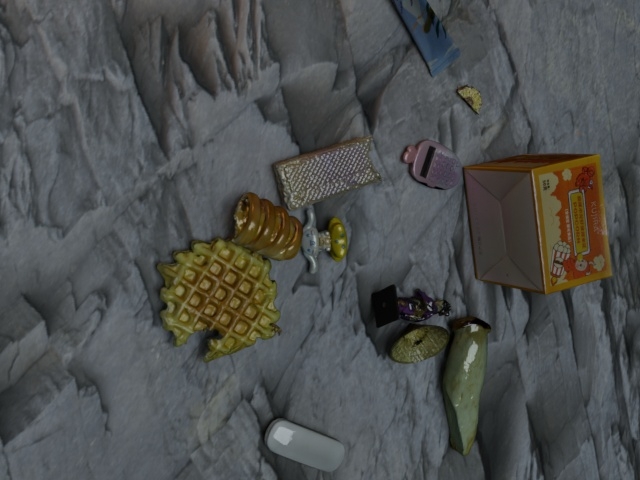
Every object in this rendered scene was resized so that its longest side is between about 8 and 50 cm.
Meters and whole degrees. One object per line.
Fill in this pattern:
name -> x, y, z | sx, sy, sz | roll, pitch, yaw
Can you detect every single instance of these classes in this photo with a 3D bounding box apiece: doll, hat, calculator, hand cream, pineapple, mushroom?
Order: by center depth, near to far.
doll -> 0.000, -0.008, 1.882 | 0.113, 0.071, 0.135 | -27, 100, -1
hand cream -> 0.220, -0.498, 1.932 | 0.091, 0.058, 0.271 | -42, 116, -12
calculator -> 0.257, -0.174, 1.997 | 0.165, 0.024, 0.103 | 21, 87, -27
hat -> 0.219, 0.216, 2.004 | 0.145, 0.067, 0.146 | -12, 141, -10
pineapple -> 0.353, -0.336, 2.027 | 0.083, 0.019, 0.045 | 38, 85, -24
mushroom -> 0.339, 0.343, 2.058 | 0.107, 0.087, 0.334 | 7, 95, -26

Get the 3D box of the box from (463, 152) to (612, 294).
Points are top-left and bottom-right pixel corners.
box -> 0.497, -0.047, 1.991 | 0.213, 0.259, 0.284 | -14, 102, -25

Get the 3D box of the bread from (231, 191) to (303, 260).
bread -> -0.111, -0.029, 1.796 | 0.177, 0.084, 0.119 | 25, 43, -28

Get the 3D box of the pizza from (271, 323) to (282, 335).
pizza -> -0.118, 0.190, 1.866 | 0.083, 0.016, 0.037 | 18, 87, -24

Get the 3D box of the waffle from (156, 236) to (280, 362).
waffle -> -0.208, 0.116, 1.788 | 0.261, 0.056, 0.250 | -15, 97, -22

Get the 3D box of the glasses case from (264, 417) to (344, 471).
glasses case -> -0.034, 0.452, 1.914 | 0.197, 0.049, 0.076 | 26, 85, -25

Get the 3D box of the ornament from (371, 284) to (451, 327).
ornament -> 0.216, 0.145, 1.992 | 0.203, 0.088, 0.081 | -2, 72, -37

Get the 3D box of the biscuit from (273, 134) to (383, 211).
biscuit -> 0.018, -0.146, 1.870 | 0.238, 0.062, 0.108 | -19, 105, -21
